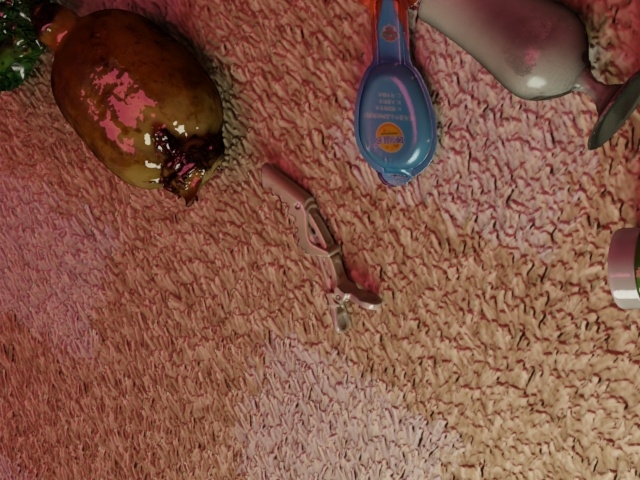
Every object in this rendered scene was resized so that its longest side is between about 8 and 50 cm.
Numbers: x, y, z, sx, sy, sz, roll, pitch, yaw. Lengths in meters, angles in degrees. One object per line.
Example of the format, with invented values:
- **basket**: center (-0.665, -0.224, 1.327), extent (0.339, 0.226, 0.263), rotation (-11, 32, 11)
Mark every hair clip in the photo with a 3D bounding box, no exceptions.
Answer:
- **hair clip**: center (0.000, 0.000, 1.585), extent (0.072, 0.034, 0.226), rotation (-26, 91, 33)

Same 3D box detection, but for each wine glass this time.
- **wine glass**: center (0.211, -0.196, 1.335), extent (0.231, 0.103, 0.103), rotation (38, 124, 20)

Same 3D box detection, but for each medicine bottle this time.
- **medicine bottle**: center (0.385, 0.025, 1.314), extent (0.183, 0.086, 0.086), rotation (-4, 105, 33)

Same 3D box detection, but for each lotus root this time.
- **lotus root**: center (-0.223, -0.176, 1.593), extent (0.169, 0.141, 0.314), rotation (-44, 84, 18)

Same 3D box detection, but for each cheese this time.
- **cheese**: center (0.080, -0.182, 1.465), extent (0.106, 0.037, 0.256), rotation (7, 110, 29)

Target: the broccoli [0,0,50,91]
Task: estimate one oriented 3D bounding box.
- **broccoli**: center (-0.474, -0.232, 1.645), extent (0.297, 0.297, 0.297), rotation (-11, 69, 35)
